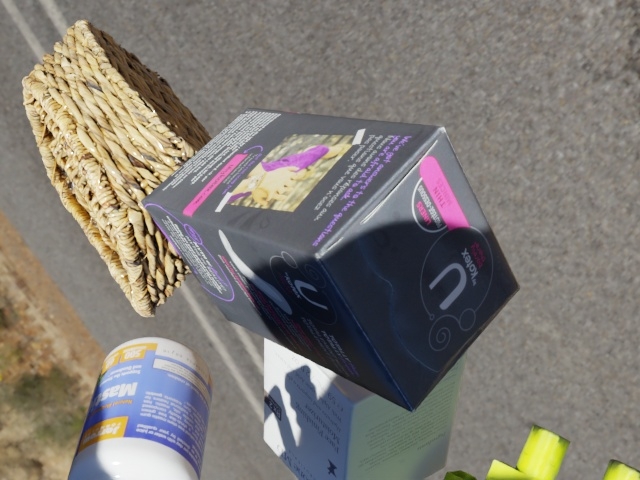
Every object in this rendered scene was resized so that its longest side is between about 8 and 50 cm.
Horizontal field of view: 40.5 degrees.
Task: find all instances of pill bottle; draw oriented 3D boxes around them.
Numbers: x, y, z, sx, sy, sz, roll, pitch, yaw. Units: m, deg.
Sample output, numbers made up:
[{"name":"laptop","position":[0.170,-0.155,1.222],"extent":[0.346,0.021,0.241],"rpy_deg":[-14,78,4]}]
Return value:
[{"name":"pill bottle","position":[-0.217,0.257,1.045],"extent":[0.152,0.272,0.152],"rpy_deg":[0,124,0]}]

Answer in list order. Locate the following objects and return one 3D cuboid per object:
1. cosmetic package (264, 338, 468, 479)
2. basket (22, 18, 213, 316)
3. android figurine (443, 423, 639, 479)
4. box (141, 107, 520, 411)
[{"name":"cosmetic package","position":[0.041,0.165,0.919],"extent":[0.151,0.151,0.183],"rpy_deg":[39,138,41]},{"name":"basket","position":[-0.258,-0.089,1.044],"extent":[0.299,0.223,0.213],"rpy_deg":[50,-171,30]},{"name":"android figurine","position":[0.218,0.333,0.864],"extent":[0.248,0.272,0.056],"rpy_deg":[23,172,25]},{"name":"box","position":[0.000,0.000,0.719],"extent":[0.270,0.143,0.165],"rpy_deg":[18,146,52]}]
